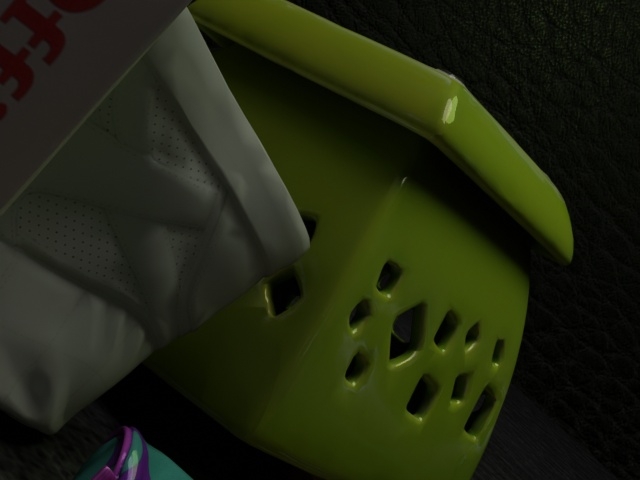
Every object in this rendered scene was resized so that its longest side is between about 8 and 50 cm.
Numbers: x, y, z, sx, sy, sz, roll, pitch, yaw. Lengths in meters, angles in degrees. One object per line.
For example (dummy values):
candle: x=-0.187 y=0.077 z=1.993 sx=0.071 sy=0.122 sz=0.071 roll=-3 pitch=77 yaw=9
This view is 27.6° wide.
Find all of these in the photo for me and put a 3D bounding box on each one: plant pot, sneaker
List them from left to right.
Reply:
sneaker: x=-0.129 y=-0.041 z=0.473 sx=0.108 sy=0.169 sz=0.292 roll=39 pitch=-15 yaw=48
plant pot: x=0.000 y=0.000 z=0.746 sx=0.228 sy=0.207 sz=0.227 roll=31 pitch=-2 yaw=37

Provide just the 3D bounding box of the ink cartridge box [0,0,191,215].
ink cartridge box: x=-0.191 y=-0.092 z=0.287 sx=0.283 sy=0.207 sz=0.117 roll=38 pitch=8 yaw=-35

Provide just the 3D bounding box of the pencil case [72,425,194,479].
pencil case: x=-0.028 y=0.132 z=0.441 sx=0.151 sy=0.064 sz=0.070 roll=41 pitch=-19 yaw=-7

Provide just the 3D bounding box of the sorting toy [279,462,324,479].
sorting toy: x=0.070 y=0.222 z=0.620 sx=0.229 sy=0.041 sz=0.307 roll=35 pitch=8 yaw=-24
